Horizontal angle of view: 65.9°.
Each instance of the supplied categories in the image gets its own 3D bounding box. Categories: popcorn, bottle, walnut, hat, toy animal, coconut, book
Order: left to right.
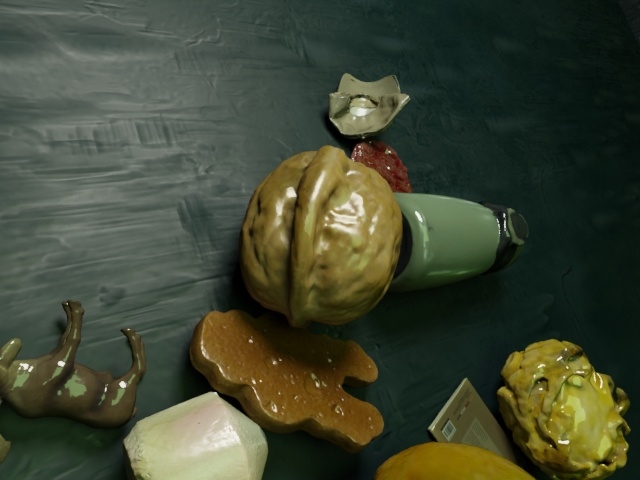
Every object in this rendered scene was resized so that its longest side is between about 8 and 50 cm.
[{"bbox_3d":[-0.293,0.154,0.516,0.214,0.094,0.186,34,64,-28],"label":"toy animal"},{"bbox_3d":[-0.132,0.251,0.554,0.153,0.147,0.147,-15,81,-30],"label":"coconut"},{"bbox_3d":[0.000,0.000,0.694,0.225,0.257,0.257,12,60,6],"label":"walnut"},{"bbox_3d":[0.096,-0.263,0.956,0.147,0.084,0.175,5,37,6],"label":"hat"},{"bbox_3d":[0.233,-0.002,0.888,0.347,0.168,0.168,-3,74,-38],"label":"bottle"},{"bbox_3d":[0.278,0.363,0.867,0.138,0.016,0.198,-37,94,-38],"label":"book"},{"bbox_3d":[0.440,0.305,0.893,0.250,0.190,0.250,12,70,-36],"label":"popcorn"}]

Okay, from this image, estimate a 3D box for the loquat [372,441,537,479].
[{"bbox_3d":[0.176,0.397,0.619,0.276,0.284,0.275,-1,91,-41],"label":"loquat"}]

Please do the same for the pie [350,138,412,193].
[{"bbox_3d":[0.112,-0.119,0.933,0.154,0.038,0.153,15,61,-30],"label":"pie"}]

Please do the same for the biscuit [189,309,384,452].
[{"bbox_3d":[-0.039,0.181,0.680,0.295,0.044,0.186,29,32,-21],"label":"biscuit"}]
